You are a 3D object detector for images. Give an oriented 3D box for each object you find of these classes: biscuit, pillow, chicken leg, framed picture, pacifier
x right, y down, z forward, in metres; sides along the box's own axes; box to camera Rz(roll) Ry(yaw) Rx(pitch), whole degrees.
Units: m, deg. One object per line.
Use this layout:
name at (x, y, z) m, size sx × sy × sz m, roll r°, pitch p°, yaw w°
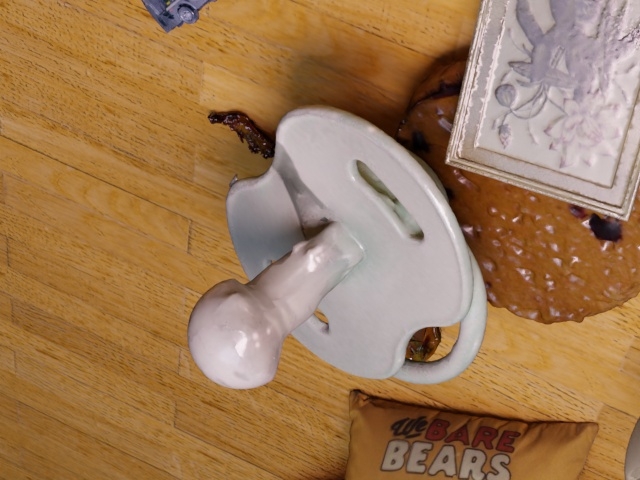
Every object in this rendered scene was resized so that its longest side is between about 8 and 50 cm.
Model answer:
biscuit at (0.193, -0.049, 1.441) m, size 0.296 × 0.075 × 0.296 m, roll 22°, pitch 139°, yaw 21°
pillow at (0.144, 0.334, 1.748) m, size 0.310 × 0.312 × 0.119 m, roll 2°, pitch 166°, yaw 33°
chicken leg at (-0.077, -0.113, 1.605) m, size 0.083 × 0.021 × 0.036 m, roll 33°, pitch 152°, yaw 0°
framed picture at (0.206, -0.144, 1.302) m, size 0.173 × 0.010 × 0.231 m, roll 18°, pitch 114°, yaw 17°
pacifier at (-0.003, 0.047, 1.427) m, size 0.288 × 0.269 × 0.343 m, roll 47°, pitch 150°, yaw 6°

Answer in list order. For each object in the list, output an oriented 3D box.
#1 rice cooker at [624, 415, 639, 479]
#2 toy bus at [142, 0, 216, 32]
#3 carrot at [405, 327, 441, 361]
rice cooker at (0.438, 0.214, 1.409) m, size 0.277 × 0.288 × 0.288 m, roll 48°, pitch 140°, yaw -18°
toy bus at (-0.106, -0.254, 1.450) m, size 0.065 × 0.047 × 0.166 m, roll 48°, pitch 139°, yaw -12°
carrot at (0.063, 0.034, 1.635) m, size 0.069 × 0.069 × 0.228 m, roll -4°, pitch 131°, yaw 37°
